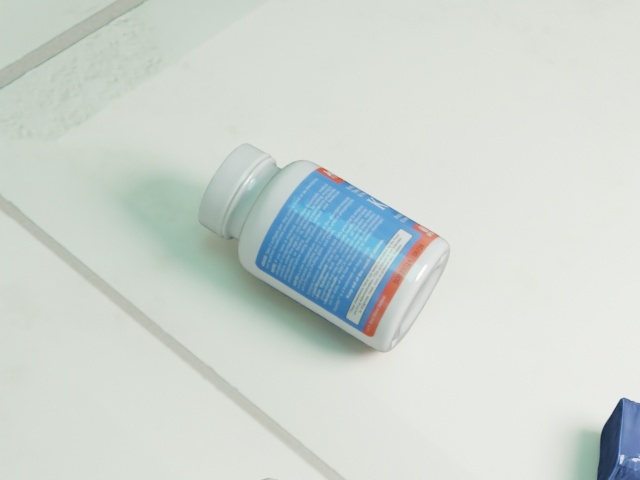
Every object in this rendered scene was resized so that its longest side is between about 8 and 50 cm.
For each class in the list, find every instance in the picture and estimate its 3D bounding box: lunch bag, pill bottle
[{"bbox_3d":[0.292,0.193,1.351,0.065,0.067,0.098,17,48,0],"label":"lunch bag"},{"bbox_3d":[0.000,0.000,1.402,0.221,0.124,0.124,31,51,11],"label":"pill bottle"}]

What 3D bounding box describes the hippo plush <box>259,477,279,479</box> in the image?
[{"bbox_3d":[-0.118,0.326,1.087,0.236,0.234,0.294,-7,29,20],"label":"hippo plush"}]
